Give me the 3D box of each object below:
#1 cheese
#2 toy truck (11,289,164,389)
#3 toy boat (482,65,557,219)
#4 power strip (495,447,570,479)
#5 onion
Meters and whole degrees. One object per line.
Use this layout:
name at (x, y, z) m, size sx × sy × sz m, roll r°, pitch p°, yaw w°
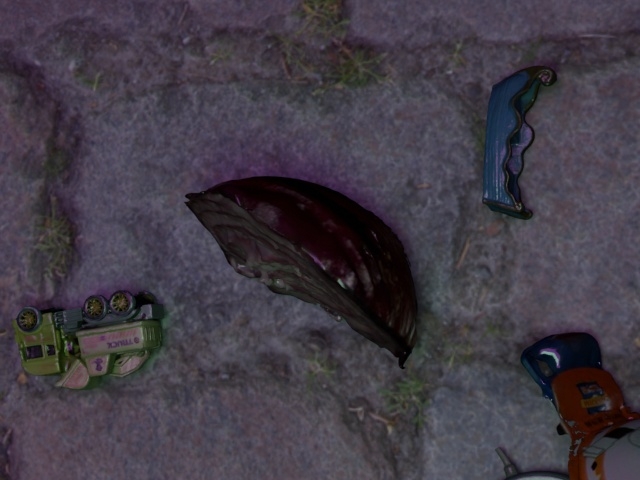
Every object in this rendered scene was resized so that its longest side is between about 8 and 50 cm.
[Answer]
cheese at (0.334, 0.240, 1.419) m, size 0.329 × 0.217 × 0.129 m, roll 61°, pitch 138°, yaw 31°
toy truck at (-0.291, 0.131, 1.668) m, size 0.191 × 0.085 × 0.116 m, roll -10°, pitch 83°, yaw 13°
toy boat at (0.239, -0.118, 1.552) m, size 0.077 × 0.075 × 0.185 m, roll 1°, pitch 77°, yaw 20°
power strip at (0.261, 0.329, 1.484) m, size 0.137 × 0.044 × 0.216 m, roll -46°, pitch 72°, yaw 4°
onion at (0.000, 0.000, 1.516) m, size 0.314 × 0.280 × 0.146 m, roll 34°, pitch 77°, yaw 19°
